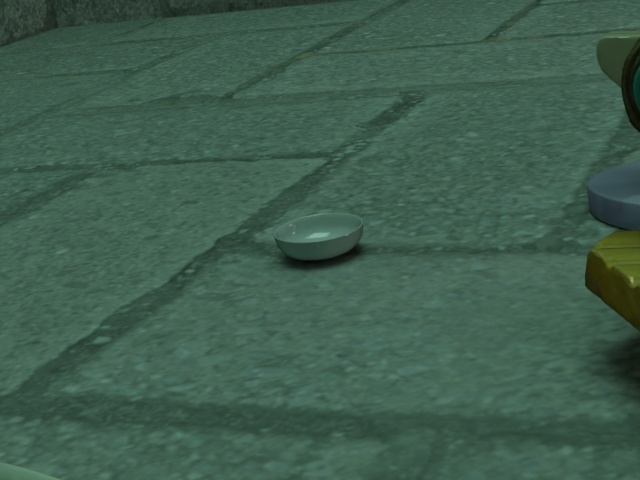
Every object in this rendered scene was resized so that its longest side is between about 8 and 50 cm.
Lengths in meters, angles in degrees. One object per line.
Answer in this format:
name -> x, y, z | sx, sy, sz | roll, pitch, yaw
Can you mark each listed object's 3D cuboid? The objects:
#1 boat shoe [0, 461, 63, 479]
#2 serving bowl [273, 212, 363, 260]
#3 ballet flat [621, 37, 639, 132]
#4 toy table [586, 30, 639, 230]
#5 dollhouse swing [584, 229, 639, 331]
boat shoe -> -0.178, 0.170, 0.651 | 0.319, 0.116, 0.099 | 8, 67, 26
serving bowl -> 0.000, 0.000, 1.140 | 0.083, 0.027, 0.083 | -9, 18, 3
ballet flat -> 0.354, -0.163, 0.791 | 0.342, 0.116, 0.124 | -31, 1, 22
toy table -> 0.363, -0.102, 1.068 | 0.274, 0.161, 0.252 | -1, 20, 21
dollhouse swing -> 0.373, -0.055, 0.721 | 0.304, 0.315, 0.347 | 13, 14, -14
